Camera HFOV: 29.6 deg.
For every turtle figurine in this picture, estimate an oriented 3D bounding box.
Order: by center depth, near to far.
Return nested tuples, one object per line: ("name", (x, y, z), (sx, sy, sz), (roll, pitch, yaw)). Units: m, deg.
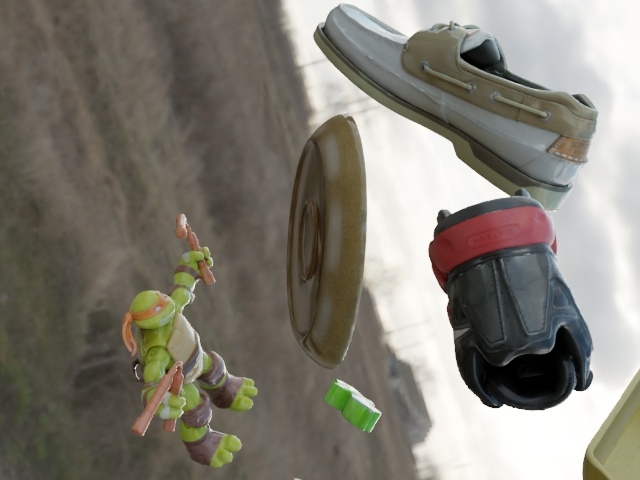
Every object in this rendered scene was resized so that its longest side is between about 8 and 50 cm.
("turtle figurine", (-0.139, 0.124, 1.171), (0.269, 0.087, 0.217), (-88, 161, -46))

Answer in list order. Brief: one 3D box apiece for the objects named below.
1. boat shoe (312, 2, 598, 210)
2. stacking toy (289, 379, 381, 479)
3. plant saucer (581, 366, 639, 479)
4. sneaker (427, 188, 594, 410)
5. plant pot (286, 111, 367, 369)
("boat shoe", (0.127, -0.152, 1.129), (0.302, 0.103, 0.113), (37, 26, 23))
("stacking toy", (0.001, 0.207, 0.826), (0.052, 0.167, 0.221), (27, 11, -23))
("plant saucer", (0.503, 0.356, 1.662), (0.332, 0.081, 0.333), (47, 35, 7))
("sneaker", (0.147, 0.072, 0.899), (0.276, 0.098, 0.135), (57, 19, -65))
("plant pot", (0.000, 0.000, 1.109), (0.236, 0.032, 0.236), (-177, -90, -79))
